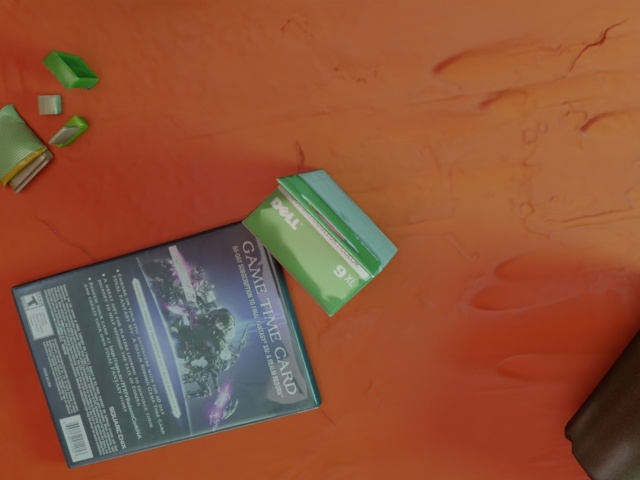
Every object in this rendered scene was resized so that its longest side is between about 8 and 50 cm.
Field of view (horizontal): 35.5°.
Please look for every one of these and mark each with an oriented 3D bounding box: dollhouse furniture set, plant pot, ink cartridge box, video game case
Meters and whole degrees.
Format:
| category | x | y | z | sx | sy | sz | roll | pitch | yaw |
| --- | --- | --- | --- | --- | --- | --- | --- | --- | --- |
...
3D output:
| category | x | y | z | sx | sy | sz | roll | pitch | yaw |
| --- | --- | --- | --- | --- | --- | --- | --- | --- | --- |
| dollhouse furniture set | -0.283 | -0.115 | 0.972 | 0.151 | 0.058 | 0.076 | -41 | 88 | 13 |
| plant pot | 0.308 | 0.145 | 0.851 | 0.167 | 0.167 | 0.165 | 38 | 111 | 4 |
| ink cartridge box | 0.000 | 0.000 | 0.855 | 0.062 | 0.209 | 0.109 | -43 | 88 | 10 |
| video game case | -0.156 | 0.104 | 0.994 | 0.274 | 0.026 | 0.196 | -16 | 94 | 11 |
